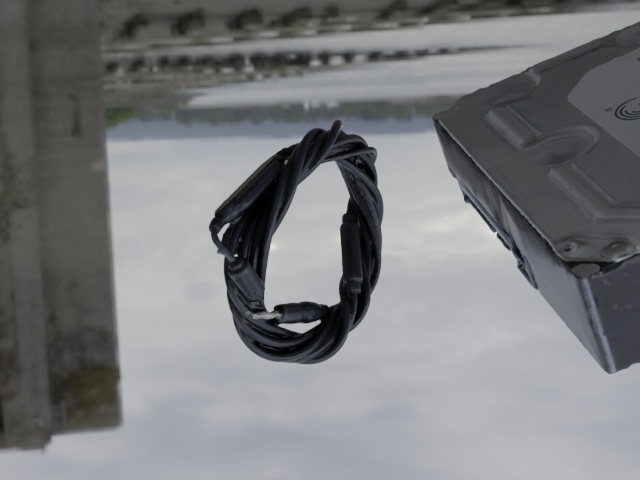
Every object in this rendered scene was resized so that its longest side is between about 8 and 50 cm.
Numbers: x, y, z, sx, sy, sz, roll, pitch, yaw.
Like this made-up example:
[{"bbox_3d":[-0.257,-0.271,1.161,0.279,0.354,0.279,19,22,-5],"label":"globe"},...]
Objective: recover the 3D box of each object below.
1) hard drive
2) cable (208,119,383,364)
[{"bbox_3d":[0.247,-0.075,0.626,0.339,0.064,0.237,-23,-154,0],"label":"hard drive"},{"bbox_3d":[0.000,0.000,0.887,0.047,0.150,0.184,-3,-146,42],"label":"cable"}]
